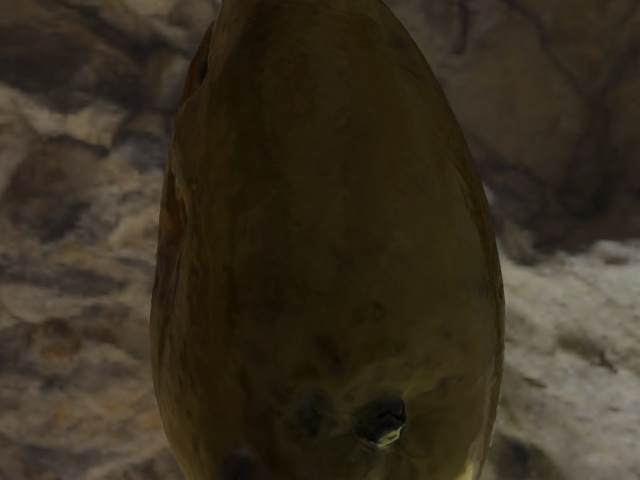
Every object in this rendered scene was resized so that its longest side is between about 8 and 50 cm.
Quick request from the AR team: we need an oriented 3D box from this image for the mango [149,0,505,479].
[{"bbox_3d":[0.000,0.000,0.892,0.253,0.182,0.365,119,152,-57],"label":"mango"}]
